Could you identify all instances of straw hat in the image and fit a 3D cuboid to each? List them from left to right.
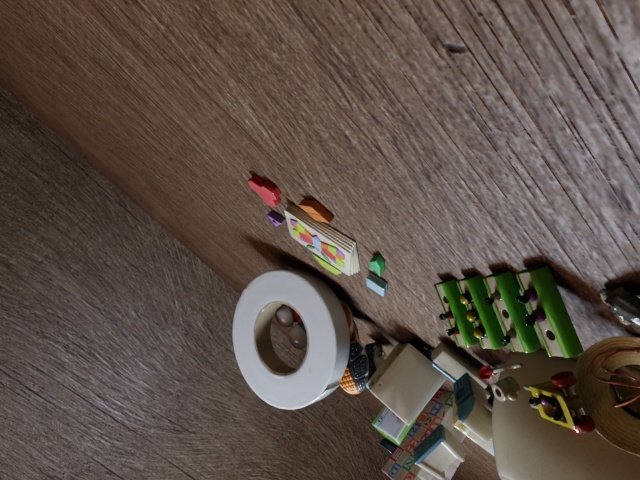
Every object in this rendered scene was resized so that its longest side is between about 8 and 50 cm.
[{"bbox_3d":[0.389,0.179,0.554,0.145,0.144,0.061,29,-163,31],"label":"straw hat"}]

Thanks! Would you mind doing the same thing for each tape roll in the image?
[{"bbox_3d":[-0.093,0.274,1.295,0.392,0.391,0.072,27,-166,33],"label":"tape roll"}]

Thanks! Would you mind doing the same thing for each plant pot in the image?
[{"bbox_3d":[0.394,0.338,0.737,0.284,0.191,0.284,36,163,13],"label":"plant pot"}]

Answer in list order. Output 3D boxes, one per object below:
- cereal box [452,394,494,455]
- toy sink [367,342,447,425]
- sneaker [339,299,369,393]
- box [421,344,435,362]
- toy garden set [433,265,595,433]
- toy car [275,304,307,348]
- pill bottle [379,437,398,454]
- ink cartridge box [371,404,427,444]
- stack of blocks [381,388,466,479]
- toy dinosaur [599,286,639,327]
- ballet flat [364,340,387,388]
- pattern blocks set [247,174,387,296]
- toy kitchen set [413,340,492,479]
[{"bbox_3d":[0.430,0.466,1.097,0.240,0.047,0.173,36,-167,12],"label":"cereal box"},{"bbox_3d":[0.215,0.365,1.197,0.131,0.152,0.234,40,173,13],"label":"toy sink"},{"bbox_3d":[0.082,0.298,1.300,0.121,0.100,0.262,44,-147,-72],"label":"sneaker"},{"bbox_3d":[0.292,0.294,1.119,0.067,0.018,0.083,21,155,48],"label":"box"},{"bbox_3d":[0.249,0.150,0.637,0.203,0.049,0.244,69,162,4],"label":"toy garden set"},{"bbox_3d":[-0.034,0.225,1.380,0.182,0.159,0.136,55,144,25],"label":"toy car"},{"bbox_3d":[0.339,0.763,1.856,0.123,0.219,0.122,35,162,13],"label":"pill bottle"},{"bbox_3d":[0.343,0.661,1.652,0.255,0.188,0.097,10,145,55],"label":"ink cartridge box"},{"bbox_3d":[0.322,0.576,1.295,0.087,0.297,0.171,43,162,-5],"label":"stack of blocks"},{"bbox_3d":[0.386,0.106,0.398,0.268,0.064,0.118,5,136,55],"label":"toy dinosaur"},{"bbox_3d":[0.163,0.359,1.348,0.074,0.074,0.203,41,-164,-7],"label":"ballet flat"},{"bbox_3d":[0.000,0.000,0.965,0.325,0.026,0.285,28,160,30],"label":"pattern blocks set"},{"bbox_3d":[0.248,0.340,0.937,0.122,0.166,0.207,39,-164,2],"label":"toy kitchen set"}]
